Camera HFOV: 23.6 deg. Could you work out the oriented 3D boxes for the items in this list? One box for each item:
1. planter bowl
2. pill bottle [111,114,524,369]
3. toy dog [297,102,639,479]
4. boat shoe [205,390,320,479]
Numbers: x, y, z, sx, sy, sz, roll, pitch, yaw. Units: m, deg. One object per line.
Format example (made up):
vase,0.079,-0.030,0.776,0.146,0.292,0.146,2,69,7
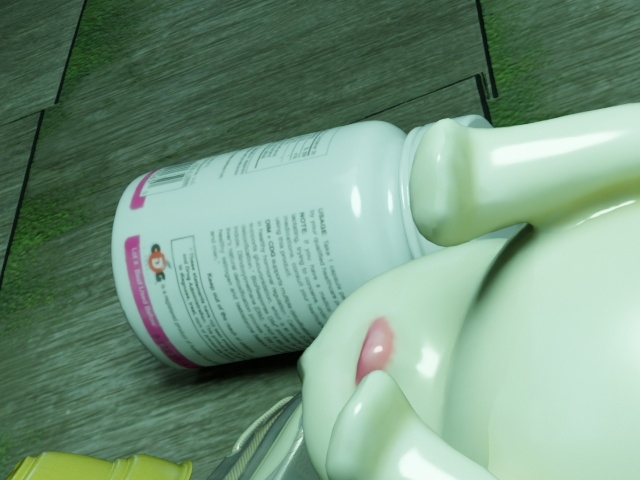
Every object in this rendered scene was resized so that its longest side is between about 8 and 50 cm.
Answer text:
planter bowl,-0.182,0.201,0.974,0.217,0.090,0.217,-50,6,7
pill bottle,0.000,0.000,1.154,0.283,0.160,0.160,-11,36,24
toy dog,0.171,0.078,0.728,0.408,0.395,0.285,-8,71,43
boat shoe,-0.054,0.225,0.940,0.355,0.132,0.130,-46,11,-22
